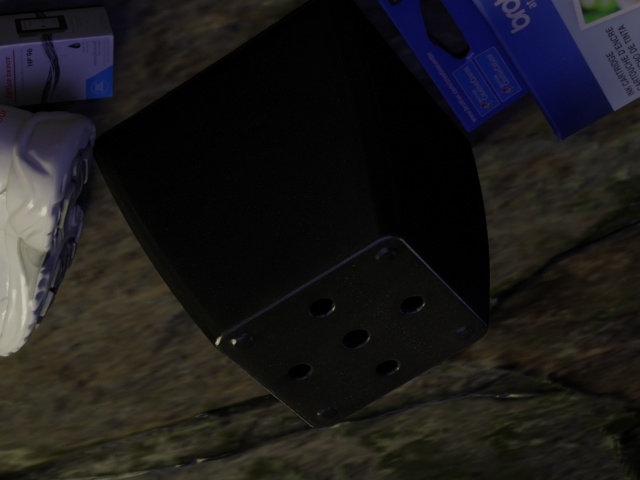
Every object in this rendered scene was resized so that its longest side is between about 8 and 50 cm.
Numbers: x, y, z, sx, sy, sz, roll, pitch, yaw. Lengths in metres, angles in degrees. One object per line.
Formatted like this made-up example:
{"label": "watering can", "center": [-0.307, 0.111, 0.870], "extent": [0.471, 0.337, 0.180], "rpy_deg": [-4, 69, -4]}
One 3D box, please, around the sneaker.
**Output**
{"label": "sneaker", "center": [-0.204, -0.017, 1.087], "extent": [0.115, 0.090, 0.232], "rpy_deg": [22, 143, -1]}

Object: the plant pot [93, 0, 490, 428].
{"label": "plant pot", "center": [0.000, 0.000, 1.106], "extent": [0.187, 0.167, 0.188], "rpy_deg": [-31, 139, 13]}

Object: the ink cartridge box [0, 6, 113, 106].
{"label": "ink cartridge box", "center": [-0.161, -0.104, 1.035], "extent": [0.083, 0.028, 0.048], "rpy_deg": [-7, 137, -13]}

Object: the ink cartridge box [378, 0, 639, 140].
{"label": "ink cartridge box", "center": [0.193, -0.176, 1.072], "extent": [0.311, 0.065, 0.186], "rpy_deg": [-28, 138, 11]}
